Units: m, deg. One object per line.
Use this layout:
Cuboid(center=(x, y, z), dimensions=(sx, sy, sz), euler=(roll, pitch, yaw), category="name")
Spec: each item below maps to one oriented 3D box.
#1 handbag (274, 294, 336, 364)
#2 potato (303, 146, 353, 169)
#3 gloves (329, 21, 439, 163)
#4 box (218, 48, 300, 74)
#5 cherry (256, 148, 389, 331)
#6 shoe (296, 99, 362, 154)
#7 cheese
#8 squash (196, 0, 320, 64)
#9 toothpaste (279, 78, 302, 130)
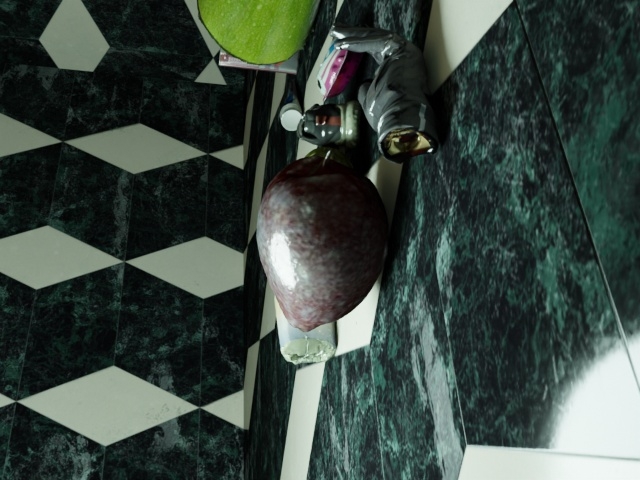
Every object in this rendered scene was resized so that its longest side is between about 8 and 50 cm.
Cuboid(center=(-0.031, 0.163, 1.670), dimensions=(0.095, 0.117, 0.173), euler=(122, 150, -46), category="handbag")
Cuboid(center=(0.010, -0.096, 1.570), dimensions=(0.251, 0.113, 0.149), euler=(64, -164, -85), category="potato")
Cuboid(center=(0.089, -0.207, 1.170), dimensions=(0.142, 0.119, 0.285), euler=(105, 151, -46), category="gloves")
Cuboid(center=(-0.170, -0.535, 2.423), dimensions=(0.069, 0.224, 0.120), euler=(-113, 27, -77), category="box")
Cuboid(center=(0.000, 0.000, 1.321), dimensions=(0.230, 0.203, 0.300), euler=(-124, 38, -67), category="cherry")
Cuboid(center=(0.010, -0.213, 1.603), dimensions=(0.227, 0.112, 0.099), euler=(-169, 82, -78), category="shoe")
Cuboid(center=(0.037, -0.331, 1.597), dimensions=(0.155, 0.062, 0.244), euler=(-63, 5, 17), category="cheese")
Cuboid(center=(-0.111, -0.612, 2.022), dimensions=(0.309, 0.310, 0.310), euler=(144, 129, -66), category="squash")
Cuboid(center=(-0.079, -0.365, 2.365), dimensions=(0.266, 0.061, 0.096), euler=(-94, 10, -66), category="toothpaste")
